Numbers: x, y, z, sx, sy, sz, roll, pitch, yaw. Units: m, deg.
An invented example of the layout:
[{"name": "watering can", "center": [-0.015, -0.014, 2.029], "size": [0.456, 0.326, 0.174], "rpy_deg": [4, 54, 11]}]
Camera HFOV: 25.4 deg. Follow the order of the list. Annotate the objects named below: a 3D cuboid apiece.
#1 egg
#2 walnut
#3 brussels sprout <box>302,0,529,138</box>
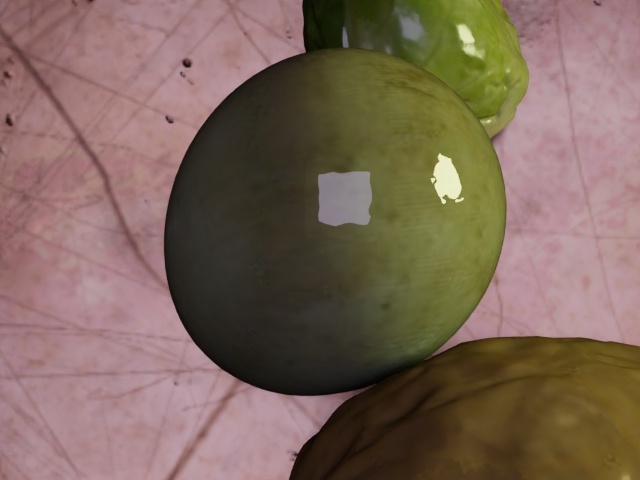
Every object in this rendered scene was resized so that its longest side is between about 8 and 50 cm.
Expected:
[{"name": "egg", "center": [0.000, 0.000, 0.965], "size": [0.218, 0.295, 0.218], "rpy_deg": [14, 54, -19]}, {"name": "walnut", "center": [0.151, 0.237, 0.919], "size": [0.384, 0.383, 0.383], "rpy_deg": [0, 84, 1]}, {"name": "brussels sprout", "center": [0.065, -0.147, 1.046], "size": [0.131, 0.145, 0.183], "rpy_deg": [-35, 78, 24]}]
